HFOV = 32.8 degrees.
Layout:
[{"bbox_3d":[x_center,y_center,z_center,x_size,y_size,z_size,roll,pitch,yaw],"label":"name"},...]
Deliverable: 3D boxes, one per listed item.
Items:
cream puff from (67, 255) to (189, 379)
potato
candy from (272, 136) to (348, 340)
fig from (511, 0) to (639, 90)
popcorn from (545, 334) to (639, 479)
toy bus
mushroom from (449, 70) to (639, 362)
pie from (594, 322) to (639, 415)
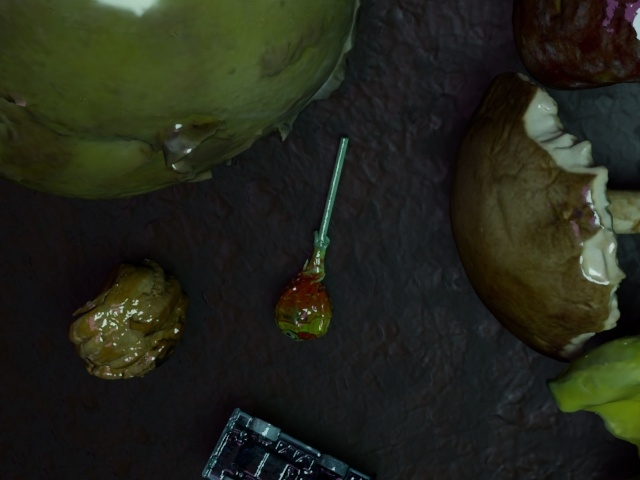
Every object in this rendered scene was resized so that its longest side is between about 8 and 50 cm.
[{"bbox_3d":[-0.187,0.082,1.065,0.104,0.119,0.133,32,139,-9],"label":"cream puff"},{"bbox_3d":[-0.220,-0.199,0.883,0.442,0.319,0.385,-12,103,31],"label":"potato"},{"bbox_3d":[0.000,0.000,1.019,0.060,0.060,0.201,16,100,15],"label":"candy"},{"bbox_3d":[0.235,-0.246,0.841,0.145,0.170,0.274,9,81,-26],"label":"fig"},{"bbox_3d":[0.327,0.168,0.778,0.325,0.321,0.290,43,98,16],"label":"popcorn"},{"bbox_3d":[-0.023,0.232,1.051,0.160,0.092,0.079,25,80,12],"label":"toy bus"},{"bbox_3d":[0.236,-0.019,0.897,0.208,0.301,0.233,-29,64,49],"label":"mushroom"},{"bbox_3d":[0.309,0.106,0.942,0.170,0.034,0.092,-22,98,22],"label":"pie"}]
